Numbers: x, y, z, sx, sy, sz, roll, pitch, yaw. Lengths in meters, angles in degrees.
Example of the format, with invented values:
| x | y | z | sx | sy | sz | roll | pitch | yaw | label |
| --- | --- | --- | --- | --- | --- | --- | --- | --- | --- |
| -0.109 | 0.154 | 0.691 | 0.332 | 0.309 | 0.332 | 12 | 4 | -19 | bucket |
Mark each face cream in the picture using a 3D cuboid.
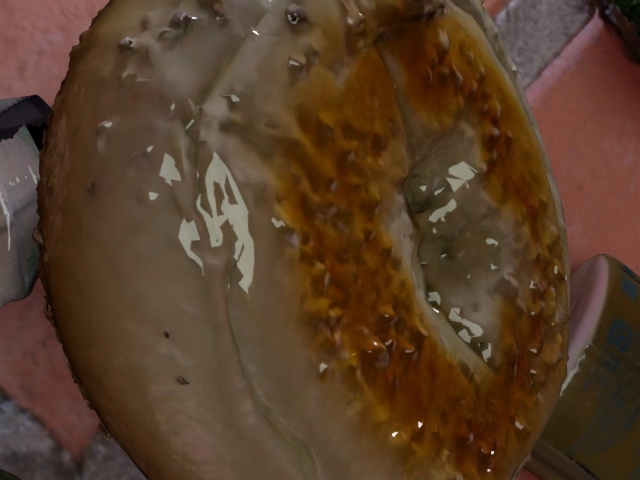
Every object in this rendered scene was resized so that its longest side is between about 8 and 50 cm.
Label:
| x | y | z | sx | sy | sz | roll | pitch | yaw | label |
| --- | --- | --- | --- | --- | --- | --- | --- | --- | --- |
| 0.246 | 0.143 | 0.601 | 0.285 | 0.067 | 0.139 | 36 | 75 | -12 | face cream |

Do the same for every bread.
| x | y | z | sx | sy | sz | roll | pitch | yaw | label |
| --- | --- | --- | --- | --- | --- | --- | --- | --- | --- |
| 0.000 | 0.000 | 0.456 | 0.306 | 0.159 | 0.305 | 4 | 85 | -46 | bread |

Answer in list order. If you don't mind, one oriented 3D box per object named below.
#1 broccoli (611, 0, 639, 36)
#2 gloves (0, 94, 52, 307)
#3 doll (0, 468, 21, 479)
| x | y | z | sx | sy | sz | roll | pitch | yaw | label |
| --- | --- | --- | --- | --- | --- | --- | --- | --- | --- |
| 0.289 | -0.227 | 0.560 | 0.308 | 0.275 | 0.307 | 0 | 101 | 2 | broccoli |
| -0.218 | 0.001 | 0.436 | 0.212 | 0.111 | 0.127 | -26 | 98 | -28 | gloves |
| -0.214 | 0.151 | 0.359 | 0.198 | 0.186 | 0.322 | -43 | 114 | 11 | doll |
